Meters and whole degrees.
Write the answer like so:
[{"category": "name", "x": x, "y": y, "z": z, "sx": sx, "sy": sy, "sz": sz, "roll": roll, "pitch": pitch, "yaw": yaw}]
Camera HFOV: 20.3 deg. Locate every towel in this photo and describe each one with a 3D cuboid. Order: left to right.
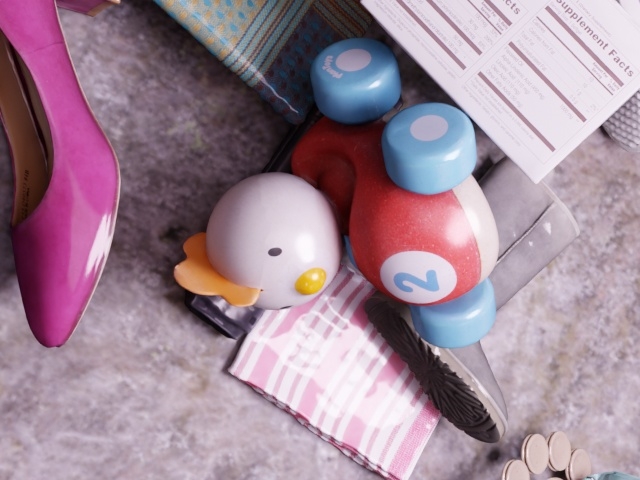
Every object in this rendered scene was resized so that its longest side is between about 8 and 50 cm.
[{"category": "towel", "x": -0.091, "y": -0.308, "z": 1.536, "sx": 0.370, "sy": 0.040, "sz": 0.271, "roll": 43, "pitch": 58, "yaw": -15}, {"category": "towel", "x": 0.032, "y": 0.110, "z": 1.602, "sx": 0.197, "sy": 0.029, "sz": 0.144, "roll": 35, "pitch": 76, "yaw": -16}]

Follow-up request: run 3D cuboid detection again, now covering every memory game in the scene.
[{"category": "memory game", "x": 0.208, "y": 0.264, "z": 1.627, "sx": 0.186, "sy": 0.012, "sz": 0.186, "roll": 7, "pitch": 80, "yaw": -50}]

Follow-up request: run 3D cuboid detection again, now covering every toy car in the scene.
[{"category": "toy car", "x": 0.000, "y": 0.000, "z": 1.454, "sx": 0.238, "sy": 0.210, "sz": 0.219, "roll": -28, "pitch": 136, "yaw": -16}]

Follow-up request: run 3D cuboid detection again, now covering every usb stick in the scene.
[{"category": "usb stick", "x": -0.022, "y": -0.041, "z": 1.580, "sx": 0.077, "sy": 0.045, "sz": 0.278, "roll": 40, "pitch": 75, "yaw": -25}]

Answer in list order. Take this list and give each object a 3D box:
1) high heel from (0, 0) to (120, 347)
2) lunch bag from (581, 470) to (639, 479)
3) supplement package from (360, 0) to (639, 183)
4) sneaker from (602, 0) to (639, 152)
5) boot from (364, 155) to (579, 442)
[{"category": "high heel", "x": -0.262, "y": -0.104, "z": 1.448, "sx": 0.181, "sy": 0.127, "sz": 0.377, "roll": 9, "pitch": 70, "yaw": -30}, {"category": "lunch bag", "x": 0.272, "y": 0.347, "z": 1.559, "sx": 0.160, "sy": 0.262, "sz": 0.223, "roll": -17, "pitch": 107, "yaw": 8}, {"category": "supplement package", "x": 0.167, "y": -0.175, "z": 1.501, "sx": 0.145, "sy": 0.262, "sz": 0.204, "roll": -45, "pitch": 88, "yaw": 11}, {"category": "sneaker", "x": 0.324, "y": -0.230, "z": 1.690, "sx": 0.161, "sy": 0.102, "sz": 0.282, "roll": -10, "pitch": 91, "yaw": -24}, {"category": "boot", "x": 0.161, "y": 0.052, "z": 1.621, "sx": 0.208, "sy": 0.076, "sz": 0.189, "roll": -40, "pitch": 99, "yaw": -32}]
